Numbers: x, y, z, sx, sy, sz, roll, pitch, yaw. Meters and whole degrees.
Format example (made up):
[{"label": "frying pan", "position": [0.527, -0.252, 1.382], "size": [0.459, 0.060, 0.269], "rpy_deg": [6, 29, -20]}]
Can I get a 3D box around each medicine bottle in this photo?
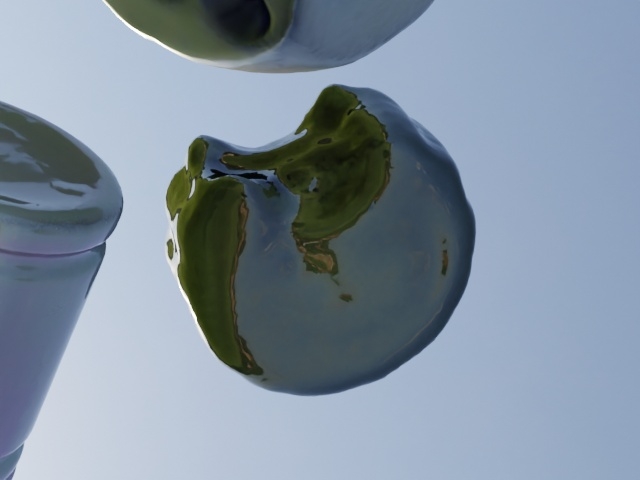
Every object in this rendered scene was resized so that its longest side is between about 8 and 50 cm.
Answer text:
[{"label": "medicine bottle", "position": [-0.288, 0.068, 1.008], "size": [0.202, 0.202, 0.316], "rpy_deg": [50, -59, 47]}]

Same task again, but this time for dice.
[{"label": "dice", "position": [-0.032, -0.285, 1.028], "size": [0.259, 0.251, 0.243], "rpy_deg": [34, -38, 23]}]

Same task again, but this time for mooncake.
[{"label": "mooncake", "position": [0.000, 0.000, 1.595], "size": [0.187, 0.351, 0.351], "rpy_deg": [-123, -132, -61]}]
